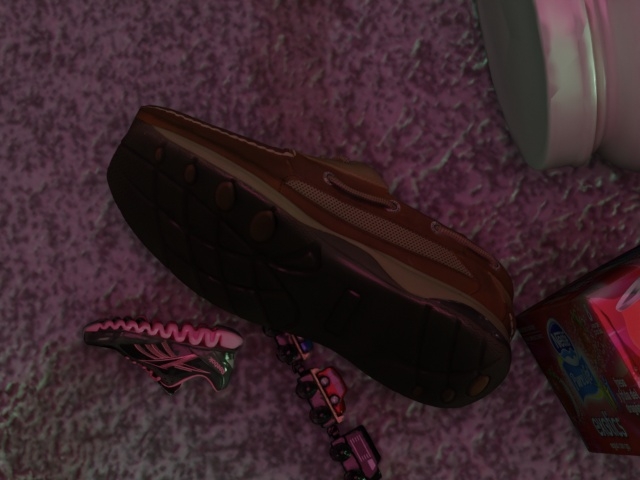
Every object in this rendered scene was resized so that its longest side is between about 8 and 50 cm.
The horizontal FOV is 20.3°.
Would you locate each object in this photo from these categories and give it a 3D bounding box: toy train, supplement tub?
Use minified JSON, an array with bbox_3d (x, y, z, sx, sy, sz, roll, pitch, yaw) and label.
[{"bbox_3d":[0.002,0.113,1.335,0.036,0.027,0.158,-28,87,-8],"label":"toy train"},{"bbox_3d":[0.293,-0.182,1.273,0.331,0.241,0.241,-12,86,-4],"label":"supplement tub"}]

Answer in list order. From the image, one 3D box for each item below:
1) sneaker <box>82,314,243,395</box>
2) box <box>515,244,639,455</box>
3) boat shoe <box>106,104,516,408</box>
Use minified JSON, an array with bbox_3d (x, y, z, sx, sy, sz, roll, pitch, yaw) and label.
[{"bbox_3d":[-0.119,0.086,1.325,0.119,0.047,0.057,7,96,-2],"label":"sneaker"},{"bbox_3d":[0.236,0.068,1.238,0.128,0.257,0.123,-29,87,-6],"label":"box"},{"bbox_3d":[0.000,0.000,1.308,0.324,0.122,0.120,32,44,-5],"label":"boat shoe"}]
